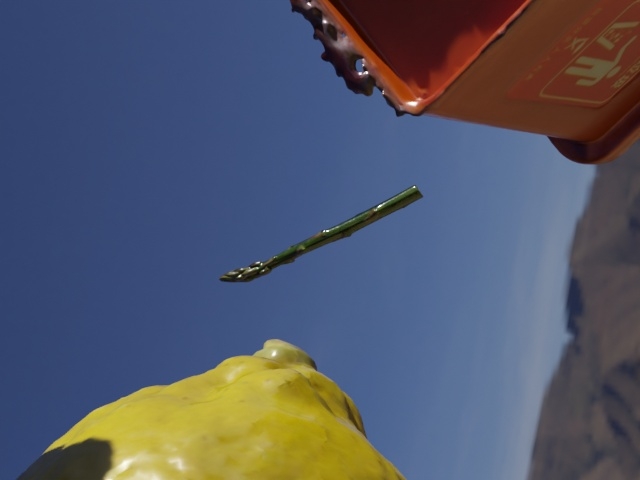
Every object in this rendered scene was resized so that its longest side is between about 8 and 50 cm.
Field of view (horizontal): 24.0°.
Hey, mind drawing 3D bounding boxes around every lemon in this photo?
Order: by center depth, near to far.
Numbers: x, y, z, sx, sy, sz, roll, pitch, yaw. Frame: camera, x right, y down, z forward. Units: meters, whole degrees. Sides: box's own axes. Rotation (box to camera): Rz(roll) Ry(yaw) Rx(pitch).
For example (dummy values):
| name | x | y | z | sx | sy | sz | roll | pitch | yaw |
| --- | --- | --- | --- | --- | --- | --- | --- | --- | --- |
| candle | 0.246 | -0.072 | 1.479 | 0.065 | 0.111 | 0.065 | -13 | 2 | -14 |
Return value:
| name | x | y | z | sx | sy | sz | roll | pitch | yaw |
| --- | --- | --- | --- | --- | --- | --- | --- | --- | --- |
| lemon | -0.060 | 0.218 | 0.674 | 0.316 | 0.285 | 0.285 | -85 | -3 | -57 |

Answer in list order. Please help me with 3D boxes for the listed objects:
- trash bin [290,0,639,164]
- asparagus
| name | x | y | z | sx | sy | sz | roll | pitch | yaw |
| --- | --- | --- | --- | --- | --- | --- | --- | --- | --- |
| trash bin | 0.094 | -0.145 | 0.727 | 0.161 | 0.184 | 0.238 | -45 | -20 | 27 |
| asparagus | 0.000 | 0.000 | 1.088 | 0.016 | 0.163 | 0.016 | 54 | -164 | -38 |
